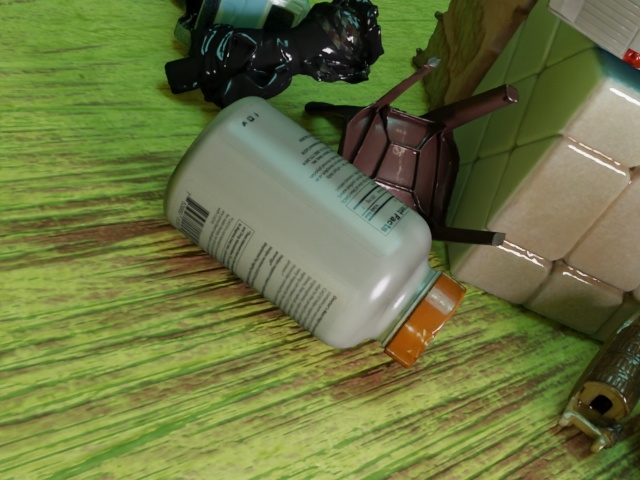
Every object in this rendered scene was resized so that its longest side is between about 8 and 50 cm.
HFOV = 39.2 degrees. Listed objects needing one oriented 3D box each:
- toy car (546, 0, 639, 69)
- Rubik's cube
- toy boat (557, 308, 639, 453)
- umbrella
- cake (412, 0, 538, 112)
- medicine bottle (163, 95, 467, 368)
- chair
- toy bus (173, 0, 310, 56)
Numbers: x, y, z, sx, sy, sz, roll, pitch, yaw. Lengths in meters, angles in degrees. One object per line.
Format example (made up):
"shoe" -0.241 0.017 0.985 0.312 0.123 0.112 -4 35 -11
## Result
"toy car" 0.342 -0.226 0.939 0.209 0.089 0.108 42 39 20
"Rubik's cube" 0.366 -0.095 1.149 0.315 0.319 0.322 24 36 -13
"toy boat" 0.340 0.143 1.004 0.068 0.088 0.226 37 53 16
"umbrella" -0.054 -0.226 1.102 0.272 0.110 0.122 -14 83 -7
"cake" 0.349 -0.286 1.385 0.314 0.307 0.293 20 37 -16
"medicine bottle" 0.000 0.000 0.882 0.288 0.157 0.157 38 34 7
"chair" 0.086 -0.098 1.115 0.175 0.183 0.326 17 -8 -20
"toy bus" -0.107 -0.347 1.238 0.164 0.133 0.271 13 34 -21
